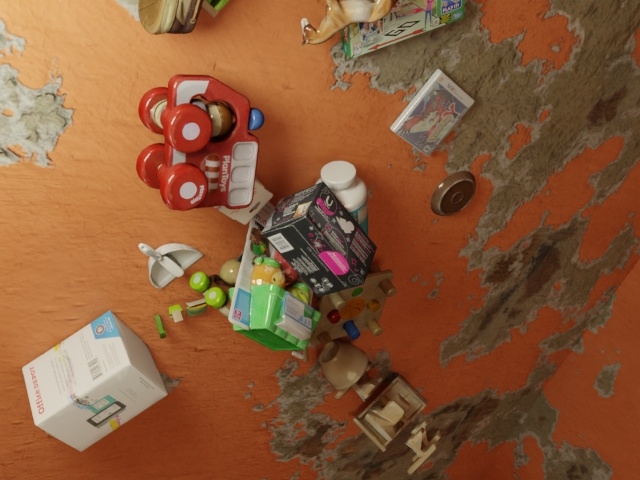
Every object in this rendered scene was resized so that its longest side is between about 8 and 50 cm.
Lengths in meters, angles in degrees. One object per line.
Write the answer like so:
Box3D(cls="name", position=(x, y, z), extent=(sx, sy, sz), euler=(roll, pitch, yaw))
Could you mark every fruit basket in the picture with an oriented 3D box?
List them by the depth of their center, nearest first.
Box3D(cls="fruit basket", position=(-0.096, 0.101, 1.797), extent=(0.327, 0.166, 0.352), euler=(40, 57, -48))

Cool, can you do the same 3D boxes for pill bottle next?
Box3D(cls="pill bottle", position=(0.054, -0.083, 1.837), extent=(0.146, 0.146, 0.264), euler=(-23, 136, -16))

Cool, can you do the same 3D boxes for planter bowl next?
Box3D(cls="planter bowl", position=(0.064, 0.408, 2.300), extent=(0.162, 0.162, 0.109), euler=(-43, 113, 6))

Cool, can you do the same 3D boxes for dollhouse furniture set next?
Box3D(cls="dollhouse furniture set", position=(-0.371, 0.213, 1.862), extent=(0.152, 0.058, 0.076), euler=(-15, 153, -19))
Box3D(cls="dollhouse furniture set", position=(0.227, 0.663, 2.497), extent=(0.256, 0.362, 0.394), euler=(-49, 168, 10))

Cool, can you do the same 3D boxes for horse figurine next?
Box3D(cls="horse figurine", position=(0.079, -0.519, 1.450), extent=(0.264, 0.066, 0.174), euler=(-19, 130, -15))

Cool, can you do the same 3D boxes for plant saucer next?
Box3D(cls="plant saucer", position=(0.422, -0.140, 2.131), extent=(0.169, 0.029, 0.168), euler=(-20, 137, -20))

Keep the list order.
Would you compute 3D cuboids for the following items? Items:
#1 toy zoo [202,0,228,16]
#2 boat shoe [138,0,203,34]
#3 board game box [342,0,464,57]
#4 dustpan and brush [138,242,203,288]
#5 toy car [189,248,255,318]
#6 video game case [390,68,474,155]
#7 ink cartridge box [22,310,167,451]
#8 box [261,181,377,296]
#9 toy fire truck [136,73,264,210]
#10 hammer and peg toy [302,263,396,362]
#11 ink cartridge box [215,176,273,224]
Box3D(cls="toy zoo", position=(-0.171, -0.597, 1.297), extent=(0.293, 0.030, 0.192), euler=(-44, 139, 8))
Box3D(cls="boat shoe", position=(-0.221, -0.524, 1.225), extent=(0.123, 0.123, 0.341), euler=(-5, 135, -41))
Box3D(cls="board game box", position=(0.191, -0.569, 1.565), extent=(0.318, 0.046, 0.213), euler=(-24, 138, -15))
Box3D(cls="dustpan and brush", position=(-0.394, 0.047, 1.706), extent=(0.147, 0.060, 0.211), euler=(-39, 139, 2))
Box3D(cls="toy car", position=(-0.224, 0.106, 1.831), extent=(0.188, 0.149, 0.155), euler=(-48, 144, -6))
Box3D(cls="video game case", position=(0.309, -0.345, 1.868), extent=(0.183, 0.023, 0.201), euler=(24, 111, -45))
Box3D(cls="ink cartridge box", position=(-0.583, 0.364, 1.761), extent=(0.270, 0.198, 0.197), euler=(-33, 139, -4))
Box3D(cls="box", position=(0.000, 0.000, 1.732), extent=(0.163, 0.142, 0.247), euler=(-19, 122, 39))
Box3D(cls="toy fire truck", position=(-0.246, -0.206, 1.475), extent=(0.254, 0.169, 0.302), euler=(-8, 118, -35))
Box3D(cls="hammer and peg toy", position=(0.047, 0.222, 2.126), extent=(0.362, 0.127, 0.265), euler=(-12, 135, -26))
Box3D(cls="ink cartridge box", position=(-0.222, -0.131, 1.660), extent=(0.115, 0.067, 0.198), euler=(-45, 137, 9))
